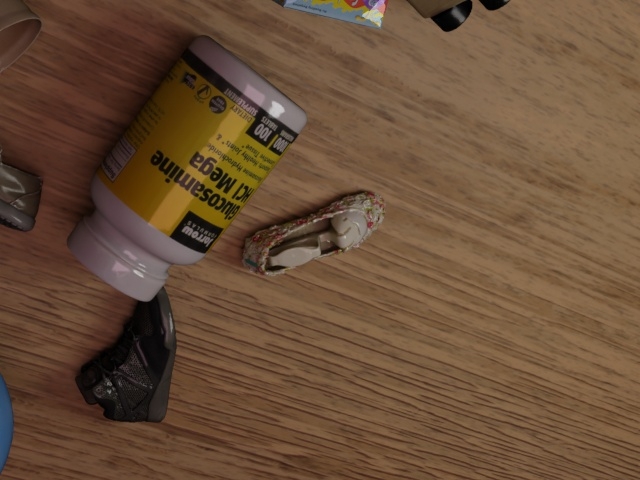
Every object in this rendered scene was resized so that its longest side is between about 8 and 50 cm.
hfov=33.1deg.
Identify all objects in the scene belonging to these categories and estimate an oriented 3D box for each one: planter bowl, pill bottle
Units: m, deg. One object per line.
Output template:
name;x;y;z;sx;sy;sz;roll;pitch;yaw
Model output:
planter bowl;-0.436;-0.260;1.307;0.162;0.162;0.109;-39;92;-2
pill bottle;-0.185;-0.090;1.441;0.188;0.188;0.334;34;97;-29

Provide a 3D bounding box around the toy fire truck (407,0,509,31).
toy fire truck;0.212;-0.447;1.468;0.158;0.217;0.246;39;53;-29

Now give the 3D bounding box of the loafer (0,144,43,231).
loafer;-0.465;-0.105;1.397;0.251;0.094;0.087;39;70;-38

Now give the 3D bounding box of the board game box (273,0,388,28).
board game box;0.027;-0.435;1.402;0.142;0.144;0.275;7;108;-23

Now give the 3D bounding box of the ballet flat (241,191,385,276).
ballet flat;0.000;0.000;1.613;0.241;0.077;0.091;-23;117;-11

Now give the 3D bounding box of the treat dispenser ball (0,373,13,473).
treat dispenser ball;-0.545;0.241;1.386;0.288;0.288;0.288;-8;114;-18

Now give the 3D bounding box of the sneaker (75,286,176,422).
sneaker;-0.283;0.169;1.570;0.130;0.087;0.228;-1;117;-27
